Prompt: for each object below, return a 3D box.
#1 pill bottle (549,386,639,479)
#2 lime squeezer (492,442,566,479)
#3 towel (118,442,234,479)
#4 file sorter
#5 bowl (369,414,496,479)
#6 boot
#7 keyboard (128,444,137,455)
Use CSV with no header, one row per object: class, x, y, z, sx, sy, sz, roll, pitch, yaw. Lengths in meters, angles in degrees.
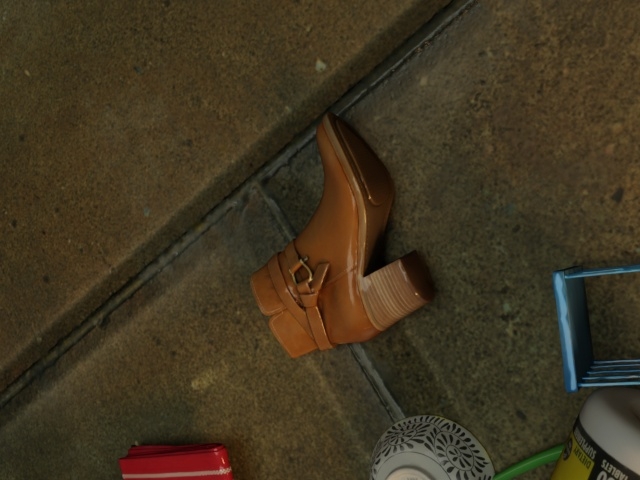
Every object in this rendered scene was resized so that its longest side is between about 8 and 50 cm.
pill bottle,0.288,0.328,0.777,0.187,0.188,0.334,24,104,25
lime squeezer,0.346,0.243,0.893,0.310,0.059,0.110,2,121,25
towel,-0.179,0.422,1.139,0.198,0.031,0.275,-13,92,31
file sorter,0.311,0.083,0.834,0.104,0.170,0.118,-8,87,24
bowl,0.124,0.306,0.981,0.170,0.080,0.170,0,91,26
boot,0.000,0.000,1.041,0.220,0.109,0.284,-27,86,29
keyboard,-0.219,0.382,1.186,0.180,0.023,0.108,22,108,26
